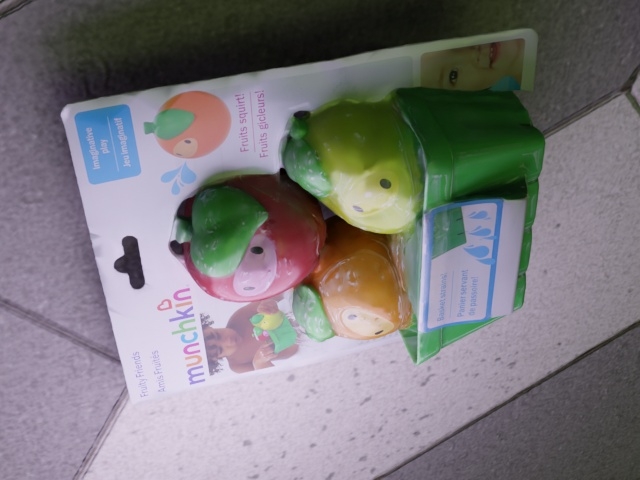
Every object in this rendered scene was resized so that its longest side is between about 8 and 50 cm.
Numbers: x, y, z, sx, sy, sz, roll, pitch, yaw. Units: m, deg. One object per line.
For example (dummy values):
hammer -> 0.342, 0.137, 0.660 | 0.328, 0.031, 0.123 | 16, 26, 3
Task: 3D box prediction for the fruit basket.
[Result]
fruit basket -> 0.000, 0.000, 0.847 | 0.353, 0.165, 0.327 | -15, 134, -14
